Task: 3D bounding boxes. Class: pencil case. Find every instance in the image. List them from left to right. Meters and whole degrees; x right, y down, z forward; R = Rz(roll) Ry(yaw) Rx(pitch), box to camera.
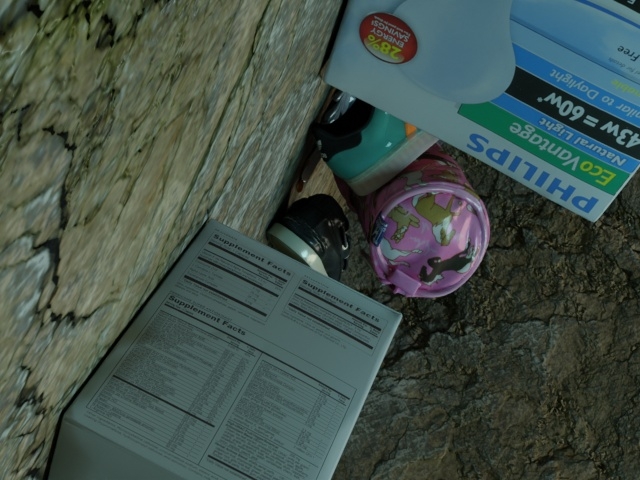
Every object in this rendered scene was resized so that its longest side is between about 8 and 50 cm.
[{"bbox_3d":[0.117,-0.061,1.472,0.386,0.167,0.160,-106,-173,-67],"label":"pencil case"}]

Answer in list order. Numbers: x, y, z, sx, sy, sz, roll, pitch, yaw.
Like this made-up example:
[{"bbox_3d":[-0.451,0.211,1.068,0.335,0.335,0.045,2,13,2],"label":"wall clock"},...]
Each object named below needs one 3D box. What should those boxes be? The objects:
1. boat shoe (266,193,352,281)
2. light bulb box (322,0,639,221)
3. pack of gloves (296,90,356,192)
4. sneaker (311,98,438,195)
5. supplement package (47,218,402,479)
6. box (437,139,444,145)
[{"bbox_3d":[-0.003,-0.003,1.576,0.113,0.127,0.340,-51,166,-6],"label":"boat shoe"},{"bbox_3d":[0.233,-0.266,1.073,0.225,0.358,0.361,-59,174,-35],"label":"light bulb box"},{"bbox_3d":[0.049,-0.198,1.531,0.232,0.046,0.195,-61,178,-35],"label":"pack of gloves"},{"bbox_3d":[0.120,-0.195,1.320,0.302,0.121,0.108,-43,-159,8],"label":"sneaker"},{"bbox_3d":[-0.084,0.161,0.889,0.263,0.198,0.199,-60,175,-49],"label":"supplement package"},{"bbox_3d":[0.191,-0.275,1.831,0.142,0.163,0.247,-63,-171,-22],"label":"box"}]
